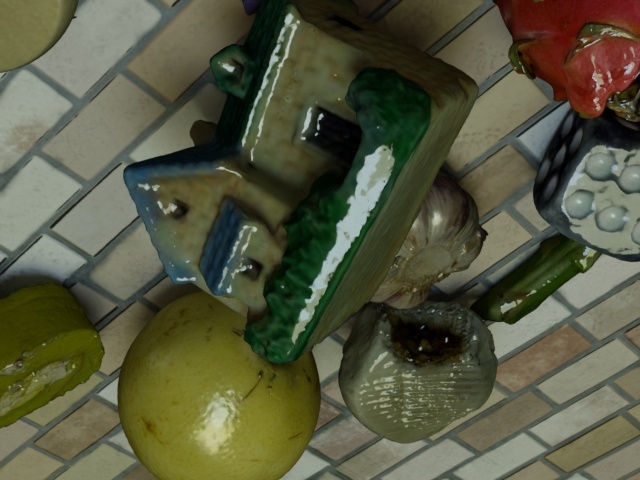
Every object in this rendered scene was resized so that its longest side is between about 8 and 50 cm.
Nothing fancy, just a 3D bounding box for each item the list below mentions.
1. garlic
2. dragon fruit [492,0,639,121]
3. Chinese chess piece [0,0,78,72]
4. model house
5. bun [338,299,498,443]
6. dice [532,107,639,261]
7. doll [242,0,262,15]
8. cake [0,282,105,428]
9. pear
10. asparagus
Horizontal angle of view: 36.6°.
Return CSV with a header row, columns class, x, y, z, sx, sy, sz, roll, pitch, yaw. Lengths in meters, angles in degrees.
class,x,y,z,sx,sy,sz,roll,pitch,yaw
garlic,0.131,-0.009,1.499,0.245,0.160,0.244,-17,136,-17
dragon fruit,0.377,-0.291,1.219,0.306,0.225,0.305,0,132,0
Chinese chess piece,-0.435,-0.336,1.205,0.273,0.102,0.273,-1,130,-1
model house,-0.044,-0.111,1.240,0.343,0.335,0.382,33,114,13
bun,0.158,0.204,1.647,0.282,0.204,0.281,-4,123,-6
dice,0.425,-0.089,1.399,0.182,0.183,0.181,21,113,-4
doll,-0.044,-0.334,1.269,0.115,0.050,0.190,0,139,-16
cake,-0.493,0.186,1.559,0.261,0.156,0.179,-31,148,-27
pear,-0.162,0.251,1.582,0.349,0.348,0.348,-2,131,-2
asparagus,0.392,0.038,1.604,0.343,0.082,0.085,-42,85,27
